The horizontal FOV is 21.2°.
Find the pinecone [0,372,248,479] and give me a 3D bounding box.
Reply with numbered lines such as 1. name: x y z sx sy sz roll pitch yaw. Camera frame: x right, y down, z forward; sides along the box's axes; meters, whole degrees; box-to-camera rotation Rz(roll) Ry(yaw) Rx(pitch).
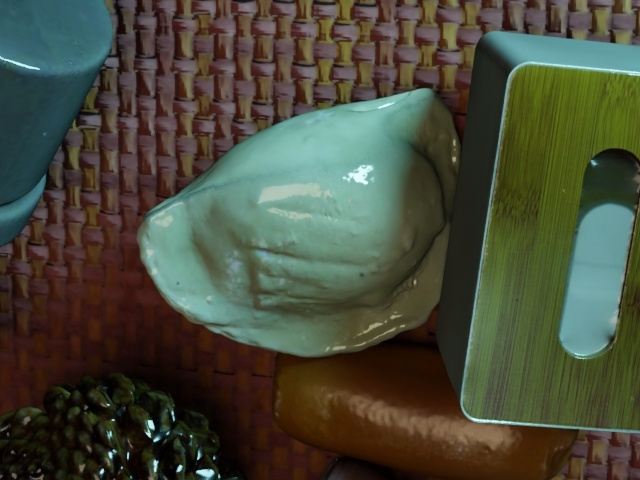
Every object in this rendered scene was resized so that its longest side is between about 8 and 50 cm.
1. pinecone: -0.157 0.212 1.306 0.221 0.221 0.221 3 105 13

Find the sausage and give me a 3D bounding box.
1. sausage: 0.074 0.128 1.282 0.238 0.098 0.098 10 106 13

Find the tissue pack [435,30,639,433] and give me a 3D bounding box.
1. tissue pack: 0.176 -0.010 1.176 0.159 0.136 0.246 4 107 -7

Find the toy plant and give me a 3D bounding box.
1. toy plant: -0.319 -0.057 1.288 0.279 0.185 0.400 35 127 -8

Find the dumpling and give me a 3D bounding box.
1. dumpling: 0.000 0.000 1.237 0.252 0.131 0.179 -22 113 -15

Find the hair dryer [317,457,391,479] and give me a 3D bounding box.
1. hair dryer: 0.016 0.340 1.229 0.210 0.352 0.125 34 143 2
